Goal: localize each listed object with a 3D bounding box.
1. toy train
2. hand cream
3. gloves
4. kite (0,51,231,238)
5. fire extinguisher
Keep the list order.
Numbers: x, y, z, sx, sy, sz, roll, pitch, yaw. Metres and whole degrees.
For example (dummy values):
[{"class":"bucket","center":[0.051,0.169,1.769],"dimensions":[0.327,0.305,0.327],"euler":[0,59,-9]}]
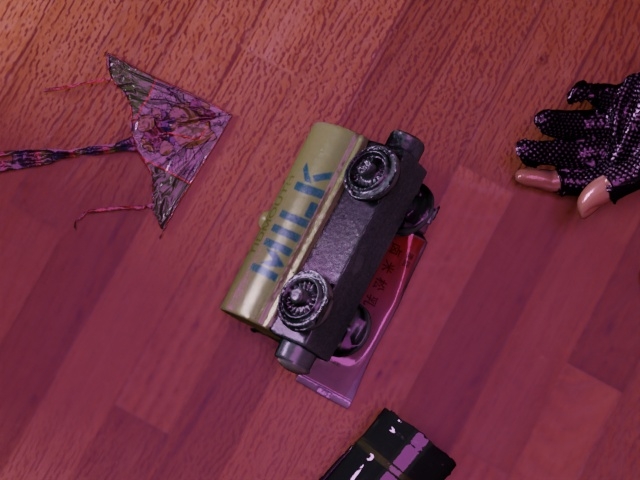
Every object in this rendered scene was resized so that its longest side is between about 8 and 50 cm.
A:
[{"class":"toy train","center":[0.000,0.000,1.332],"dimensions":[0.157,0.105,0.253],"euler":[20,80,39]},{"class":"hand cream","center":[0.051,0.057,1.367],"dimensions":[0.052,0.038,0.216],"euler":[27,87,29]},{"class":"gloves","center":[0.280,-0.093,1.369],"dimensions":[0.181,0.106,0.129],"euler":[-20,82,25]},{"class":"kite","center":[-0.205,-0.092,1.386],"dimensions":[0.244,0.006,0.198],"euler":[-13,85,-4]},{"class":"fire extinguisher","center":[0.003,0.298,1.309],"dimensions":[0.118,0.093,0.294],"euler":[36,83,28]}]
